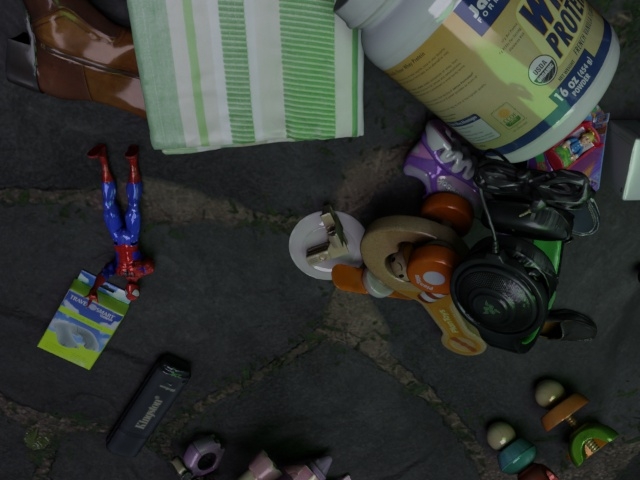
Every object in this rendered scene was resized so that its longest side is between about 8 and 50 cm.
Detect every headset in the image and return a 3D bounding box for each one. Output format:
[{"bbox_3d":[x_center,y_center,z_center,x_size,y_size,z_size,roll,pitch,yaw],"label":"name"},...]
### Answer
[{"bbox_3d":[0.287,0.012,0.827,0.185,0.243,0.394,12,159,34],"label":"headset"}]

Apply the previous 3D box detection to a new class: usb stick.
[{"bbox_3d":[-0.349,0.339,1.249,0.077,0.045,0.278,29,115,-15],"label":"usb stick"}]

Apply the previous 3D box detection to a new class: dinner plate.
[{"bbox_3d":[0.015,0.013,1.085,0.141,0.017,0.141,1,120,1],"label":"dinner plate"}]

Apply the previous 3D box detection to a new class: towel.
[{"bbox_3d":[-0.095,-0.252,0.894,0.324,0.038,0.248,-6,120,-8],"label":"towel"}]

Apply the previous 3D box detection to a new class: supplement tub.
[{"bbox_3d":[0.197,-0.275,0.803,0.316,0.228,0.228,34,114,-18],"label":"supplement tub"}]

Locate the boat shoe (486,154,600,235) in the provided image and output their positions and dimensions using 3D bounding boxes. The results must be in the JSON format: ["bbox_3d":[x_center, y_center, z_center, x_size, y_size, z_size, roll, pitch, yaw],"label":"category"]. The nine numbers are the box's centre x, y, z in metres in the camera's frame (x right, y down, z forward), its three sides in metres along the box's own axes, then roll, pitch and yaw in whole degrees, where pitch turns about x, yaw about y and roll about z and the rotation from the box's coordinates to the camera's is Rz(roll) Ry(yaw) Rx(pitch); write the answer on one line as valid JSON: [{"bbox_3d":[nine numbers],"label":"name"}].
[{"bbox_3d":[0.368,-0.082,0.996,0.095,0.079,0.254,-40,112,19],"label":"boat shoe"}]

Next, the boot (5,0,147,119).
[{"bbox_3d":[-0.281,-0.298,0.867,0.280,0.096,0.264,14,114,-11],"label":"boot"}]

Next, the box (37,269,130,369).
[{"bbox_3d":[-0.433,0.150,1.145,0.109,0.042,0.178,30,116,-16],"label":"box"}]

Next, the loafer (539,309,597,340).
[{"bbox_3d":[0.434,0.164,1.145,0.170,0.061,0.062,9,118,-6],"label":"loafer"}]

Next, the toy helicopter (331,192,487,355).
[{"bbox_3d":[0.177,0.090,1.045,0.235,0.140,0.355,-10,134,33],"label":"toy helicopter"}]

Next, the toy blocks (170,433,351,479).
[{"bbox_3d":[-0.086,0.518,1.283,0.260,0.309,0.289,-41,130,-15],"label":"toy blocks"}]

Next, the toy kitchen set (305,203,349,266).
[{"bbox_3d":[0.000,0.000,1.028,0.075,0.068,0.083,-20,117,12],"label":"toy kitchen set"}]

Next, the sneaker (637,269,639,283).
[{"bbox_3d":[0.662,0.105,1.104,0.223,0.083,0.098,9,124,-6],"label":"sneaker"}]

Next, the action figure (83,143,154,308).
[{"bbox_3d":[-0.331,0.000,1.012,0.091,0.139,0.280,2,122,0],"label":"action figure"}]

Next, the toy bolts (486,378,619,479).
[{"bbox_3d":[0.459,0.397,1.264,0.228,0.158,0.218,-42,152,10],"label":"toy bolts"}]

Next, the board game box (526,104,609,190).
[{"bbox_3d":[0.383,-0.147,0.936,0.133,0.033,0.169,11,85,-16],"label":"board game box"}]

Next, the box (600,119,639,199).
[{"bbox_3d":[0.498,-0.126,0.960,0.087,0.101,0.102,-2,118,1],"label":"box"}]

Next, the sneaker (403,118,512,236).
[{"bbox_3d":[0.222,-0.082,0.996,0.236,0.095,0.104,42,118,-15],"label":"sneaker"}]
